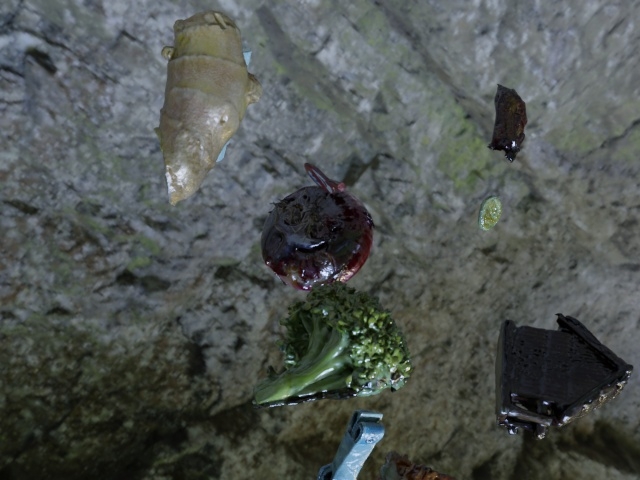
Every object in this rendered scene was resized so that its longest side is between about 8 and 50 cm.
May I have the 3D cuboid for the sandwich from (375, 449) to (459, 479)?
[{"bbox_3d":[0.162,0.509,1.182,0.212,0.292,0.109,38,164,11],"label":"sandwich"}]

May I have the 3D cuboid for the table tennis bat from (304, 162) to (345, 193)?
[{"bbox_3d":[0.011,-0.140,1.531,0.098,0.019,0.154,51,168,-32],"label":"table tennis bat"}]

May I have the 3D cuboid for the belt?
[{"bbox_3d":[0.069,0.521,1.603,0.072,0.302,0.087,12,-149,-19],"label":"belt"}]

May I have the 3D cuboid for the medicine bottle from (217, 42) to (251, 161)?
[{"bbox_3d":[-0.295,-0.379,1.772,0.158,0.318,0.158,15,-153,-8],"label":"medicine bottle"}]

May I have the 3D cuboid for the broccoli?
[{"bbox_3d":[0.011,0.156,1.051,0.273,0.180,0.242,-4,177,-24],"label":"broccoli"}]

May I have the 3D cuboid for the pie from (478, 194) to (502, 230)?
[{"bbox_3d":[0.381,-0.062,1.486,0.021,0.084,0.084,21,169,45],"label":"pie"}]

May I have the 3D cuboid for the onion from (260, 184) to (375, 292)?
[{"bbox_3d":[0.000,0.000,1.748,0.314,0.314,0.232,42,173,37],"label":"onion"}]

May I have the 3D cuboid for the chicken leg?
[{"bbox_3d":[0.494,-0.314,1.735,0.105,0.234,0.063,1,168,38],"label":"chicken leg"}]

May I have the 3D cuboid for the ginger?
[{"bbox_3d":[-0.220,-0.232,1.187,0.190,0.354,0.126,20,-170,-14],"label":"ginger"}]

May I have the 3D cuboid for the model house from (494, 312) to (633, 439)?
[{"bbox_3d":[0.553,0.336,1.522,0.282,0.297,0.317,3,153,13],"label":"model house"}]
